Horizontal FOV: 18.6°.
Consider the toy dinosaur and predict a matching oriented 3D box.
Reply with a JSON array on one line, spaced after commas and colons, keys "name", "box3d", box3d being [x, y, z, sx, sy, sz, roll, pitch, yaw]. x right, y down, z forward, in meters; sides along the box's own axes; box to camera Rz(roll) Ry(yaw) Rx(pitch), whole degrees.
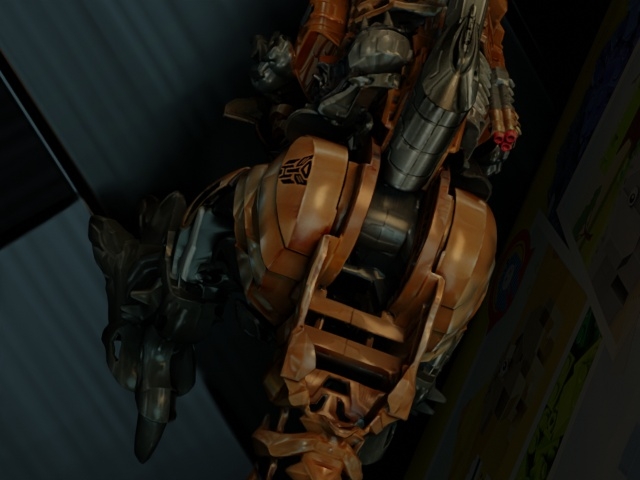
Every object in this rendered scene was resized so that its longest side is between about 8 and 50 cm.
[{"name": "toy dinosaur", "box3d": [0.000, 0.000, 0.750, 0.164, 0.218, 0.322, 39, 58, -1]}]

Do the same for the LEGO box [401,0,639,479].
[{"name": "LEGO box", "box3d": [0.191, 0.071, 0.721, 0.193, 0.372, 0.500, 19, 104, -11]}]
